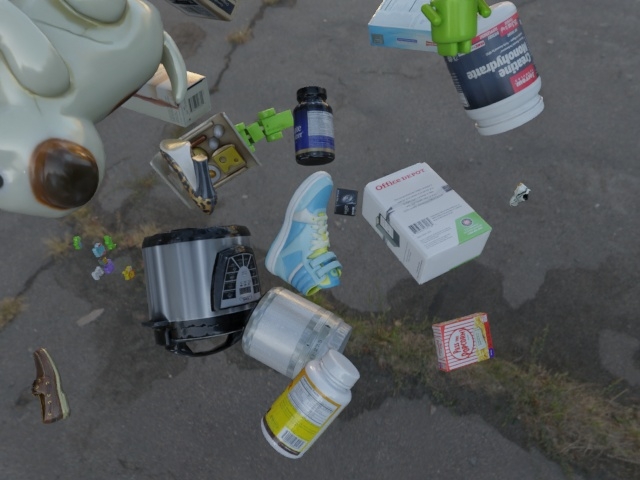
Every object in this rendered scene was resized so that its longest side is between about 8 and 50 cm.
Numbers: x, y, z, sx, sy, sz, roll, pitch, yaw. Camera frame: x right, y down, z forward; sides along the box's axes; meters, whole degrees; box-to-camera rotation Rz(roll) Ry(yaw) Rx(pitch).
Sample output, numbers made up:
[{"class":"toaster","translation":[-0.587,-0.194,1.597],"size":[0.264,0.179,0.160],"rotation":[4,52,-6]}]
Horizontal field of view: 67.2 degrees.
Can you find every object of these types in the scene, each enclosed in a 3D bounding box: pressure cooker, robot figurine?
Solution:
[{"class":"pressure cooker","translation":[-0.385,0.170,1.609],"size":[0.369,0.375,0.421],"rotation":[-6,89,-7]},{"class":"robot figurine","translation":[0.194,-0.332,0.702],"size":[0.101,0.115,0.067],"rotation":[-16,28,-14]}]

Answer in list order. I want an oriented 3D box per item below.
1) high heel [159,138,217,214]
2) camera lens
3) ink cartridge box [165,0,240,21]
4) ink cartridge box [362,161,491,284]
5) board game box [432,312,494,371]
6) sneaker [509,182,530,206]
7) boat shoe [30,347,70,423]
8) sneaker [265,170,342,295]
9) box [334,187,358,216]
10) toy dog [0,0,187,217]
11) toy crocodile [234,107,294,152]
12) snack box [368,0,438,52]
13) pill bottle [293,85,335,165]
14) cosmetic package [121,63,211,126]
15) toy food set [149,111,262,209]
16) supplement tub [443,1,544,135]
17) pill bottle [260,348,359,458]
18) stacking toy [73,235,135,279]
[{"class":"high heel","translation":[-0.396,-0.189,1.418],"size":[0.093,0.186,0.261],"rotation":[-27,42,-32]},{"class":"camera lens","translation":[-0.073,0.277,1.394],"size":[0.274,0.219,0.219],"rotation":[26,58,12]},{"class":"ink cartridge box","translation":[-0.301,-0.565,1.033],"size":[0.234,0.193,0.088],"rotation":[33,100,46]},{"class":"ink cartridge box","translation":[0.260,-0.052,1.233],"size":[0.198,0.115,0.273],"rotation":[-23,54,-18]},{"class":"board game box","translation":[0.462,0.325,1.557],"size":[0.193,0.045,0.147],"rotation":[-10,90,-23]},{"class":"sneaker","translation":[0.510,-0.108,1.232],"size":[0.037,0.083,0.032],"rotation":[39,70,25]},{"class":"boat shoe","translation":[-0.644,0.341,1.129],"size":[0.060,0.064,0.178],"rotation":[-15,80,-43]},{"class":"sneaker","translation":[0.000,0.000,1.233],"size":[0.208,0.319,0.127],"rotation":[39,28,27]},{"class":"box","translation":[0.081,-0.121,1.525],"size":[0.067,0.018,0.083],"rotation":[9,99,13]},{"class":"toy dog","translation":[-0.433,-0.238,0.777],"size":[0.284,0.395,0.408],"rotation":[2,74,33]},{"class":"toy crocodile","translation":[-0.243,-0.399,1.778],"size":[0.340,0.115,0.105],"rotation":[-32,22,-24]},{"class":"snack box","translation":[0.261,-0.572,1.133],"size":[0.187,0.060,0.322],"rotation":[17,63,24]},{"class":"pill bottle","translation":[-0.021,-0.346,1.461],"size":[0.122,0.123,0.219],"rotation":[-3,86,0]},{"class":"cosmetic package","translation":[-0.540,-0.507,1.640],"size":[0.296,0.129,0.153],"rotation":[19,47,19]},{"class":"toy food set","translation":[-0.375,-0.256,1.601],"size":[0.306,0.220,0.092],"rotation":[-28,33,14]},{"class":"supplement tub","translation":[0.428,-0.423,1.201],"size":[0.191,0.272,0.191],"rotation":[-27,19,10]},{"class":"pill bottle","translation":[-0.017,0.333,0.997],"size":[0.117,0.117,0.215],"rotation":[43,97,28]},{"class":"stacking toy","translation":[-0.848,0.067,1.890],"size":[0.166,0.221,0.052],"rotation":[-2,37,17]}]
